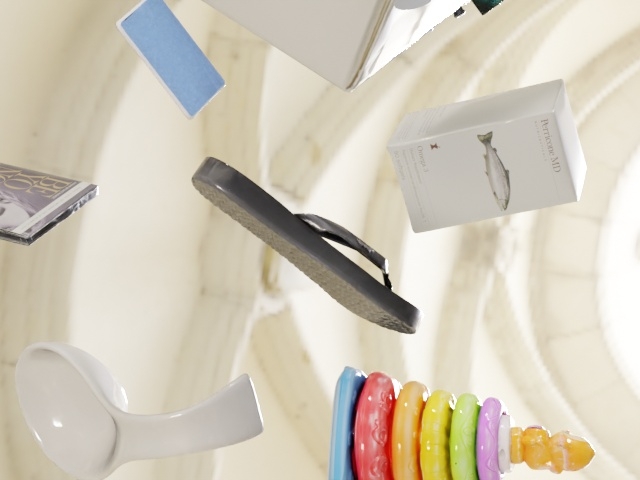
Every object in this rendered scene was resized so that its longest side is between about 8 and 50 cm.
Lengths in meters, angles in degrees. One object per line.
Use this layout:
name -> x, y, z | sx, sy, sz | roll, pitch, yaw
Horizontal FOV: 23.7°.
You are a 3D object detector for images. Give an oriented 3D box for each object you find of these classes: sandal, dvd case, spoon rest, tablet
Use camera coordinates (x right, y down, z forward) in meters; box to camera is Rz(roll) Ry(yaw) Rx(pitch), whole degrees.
sandal -> 0.000, 0.000, 1.384 | 0.054, 0.254, 0.097 | -55, 13, -13
dvd case -> -0.397, -0.054, 1.791 | 0.164, 0.221, 0.018 | -46, -34, -59
spoon rest -> -0.180, 0.153, 1.344 | 0.084, 0.276, 0.137 | -29, -72, -47
tablet -> -0.103, -0.128, 1.057 | 0.083, 0.006, 0.054 | 53, -138, -14

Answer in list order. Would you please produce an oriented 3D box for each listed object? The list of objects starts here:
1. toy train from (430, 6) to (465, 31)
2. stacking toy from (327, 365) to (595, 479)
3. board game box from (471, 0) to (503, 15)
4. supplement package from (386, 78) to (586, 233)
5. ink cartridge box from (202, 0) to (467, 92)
toy train -> 0.086, -0.274, 1.714 | 0.105, 0.184, 0.080 | 62, 179, -4
stacking toy -> 0.166, 0.236, 1.763 | 0.175, 0.301, 0.166 | 53, -140, -64
board game box -> 0.168, -0.315, 1.500 | 0.186, 0.126, 0.026 | 41, -161, -48
supplement package -> 0.175, -0.088, 1.589 | 0.105, 0.179, 0.105 | -58, -47, -63
ink cartridge box -> 0.019, -0.234, 0.781 | 0.307, 0.223, 0.129 | -42, -19, -47
